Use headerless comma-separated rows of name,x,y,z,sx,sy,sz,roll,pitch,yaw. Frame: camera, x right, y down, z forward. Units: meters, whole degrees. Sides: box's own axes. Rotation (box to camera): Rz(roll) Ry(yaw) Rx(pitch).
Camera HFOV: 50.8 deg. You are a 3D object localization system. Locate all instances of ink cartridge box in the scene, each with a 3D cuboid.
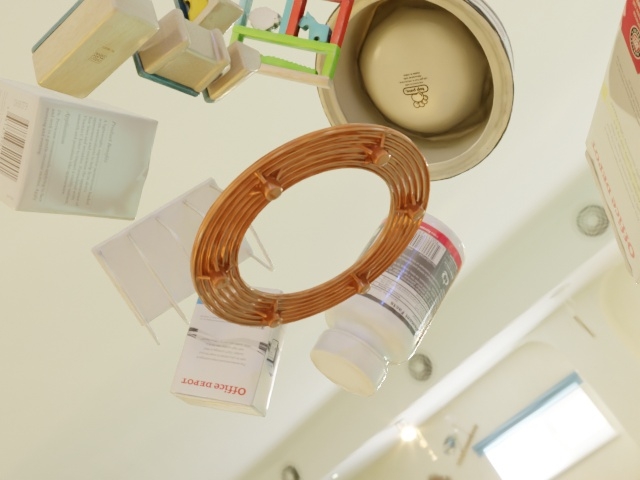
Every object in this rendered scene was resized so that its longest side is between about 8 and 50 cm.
ink cartridge box,-0.139,0.171,1.076,0.139,0.191,0.082,6,-25,16
ink cartridge box,0.509,-0.144,0.933,0.160,0.279,0.385,-11,-26,7

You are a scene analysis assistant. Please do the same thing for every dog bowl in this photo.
dog bowl,0.199,-0.331,1.347,0.150,0.408,0.408,-49,-8,-46

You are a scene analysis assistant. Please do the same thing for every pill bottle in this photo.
pill bottle,0.117,0.110,1.205,0.319,0.176,0.176,-54,-16,-28

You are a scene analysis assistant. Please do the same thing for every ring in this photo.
ring,0.000,0.000,0.854,0.336,0.032,0.337,-21,-38,-17

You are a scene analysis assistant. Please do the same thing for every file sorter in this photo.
file sorter,-0.261,0.042,1.310,0.277,0.173,0.193,-33,-63,-14

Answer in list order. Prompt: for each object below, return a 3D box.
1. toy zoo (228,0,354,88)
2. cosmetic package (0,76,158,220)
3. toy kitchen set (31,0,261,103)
toy zoo,-0.037,-0.419,1.137,0.030,0.192,0.293,6,-80,-76
cosmetic package,-0.355,-0.125,0.938,0.183,0.151,0.151,5,-75,-51
toy kitchen set,-0.184,-0.232,0.705,0.122,0.166,0.207,-30,-22,28
